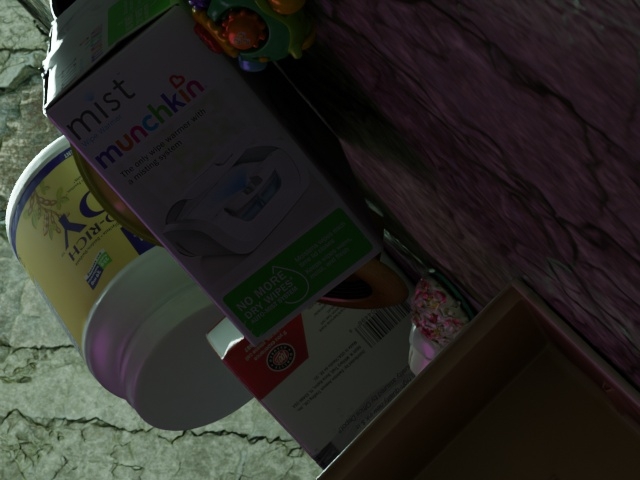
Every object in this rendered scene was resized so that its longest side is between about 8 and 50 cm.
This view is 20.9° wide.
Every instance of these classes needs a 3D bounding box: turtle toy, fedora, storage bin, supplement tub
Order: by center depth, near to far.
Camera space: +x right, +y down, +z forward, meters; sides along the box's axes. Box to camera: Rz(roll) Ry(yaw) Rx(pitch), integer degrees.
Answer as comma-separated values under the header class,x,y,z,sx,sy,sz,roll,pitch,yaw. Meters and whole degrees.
class,x,y,z,sx,sy,sz,roll,pitch,yaw
turtle toy,-0.059,-0.157,1.095,0.130,0.066,0.095,46,175,14
storage bin,0.147,0.218,1.220,0.262,0.260,0.123,44,178,26
fedora,0.000,0.000,1.601,0.194,0.079,0.194,18,163,5
supplement tub,-0.204,0.040,2.052,0.331,0.241,0.241,50,178,37

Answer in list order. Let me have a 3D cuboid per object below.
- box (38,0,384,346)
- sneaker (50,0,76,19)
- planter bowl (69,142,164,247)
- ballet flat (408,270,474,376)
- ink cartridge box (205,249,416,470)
class,x,y,z,sx,sy,sz,roll,pitch,yaw
box,-0.087,-0.082,1.286,0.231,0.127,0.262,50,-172,-19
sneaker,-0.174,-0.168,1.717,0.296,0.104,0.147,52,-178,25
planter bowl,-0.118,-0.106,1.605,0.217,0.217,0.090,48,141,-11
ballet flat,0.126,0.115,1.629,0.091,0.077,0.241,45,174,36
ink cartridge box,0.046,0.141,1.818,0.273,0.197,0.114,49,176,-16
